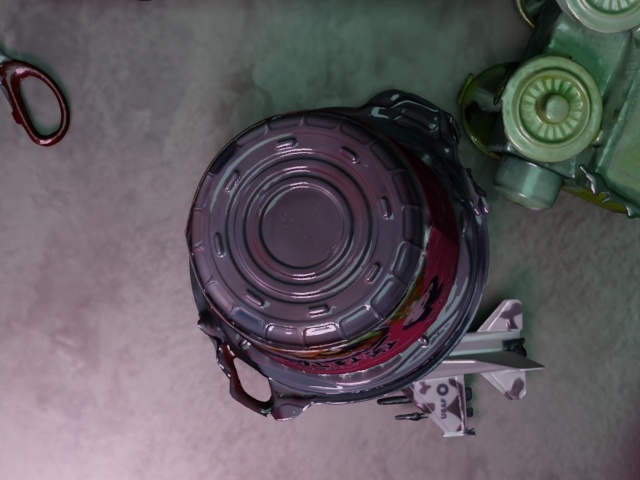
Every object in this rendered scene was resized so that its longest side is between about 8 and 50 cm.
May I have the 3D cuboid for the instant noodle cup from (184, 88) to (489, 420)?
[{"bbox_3d":[0.000,0.000,1.184,0.258,0.181,0.302,18,86,12],"label":"instant noodle cup"}]

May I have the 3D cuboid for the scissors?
[{"bbox_3d":[-0.308,-0.192,1.270,0.144,0.017,0.247,-12,94,-2],"label":"scissors"}]

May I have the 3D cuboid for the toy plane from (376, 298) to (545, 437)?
[{"bbox_3d":[0.079,0.099,1.288,0.234,0.082,0.160,-2,106,12],"label":"toy plane"}]

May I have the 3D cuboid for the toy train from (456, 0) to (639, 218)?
[{"bbox_3d":[0.239,-0.145,1.231,0.188,0.159,0.271,22,91,-9],"label":"toy train"}]
